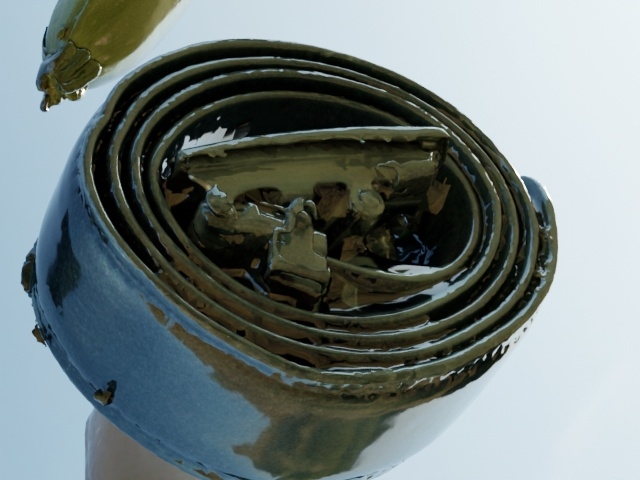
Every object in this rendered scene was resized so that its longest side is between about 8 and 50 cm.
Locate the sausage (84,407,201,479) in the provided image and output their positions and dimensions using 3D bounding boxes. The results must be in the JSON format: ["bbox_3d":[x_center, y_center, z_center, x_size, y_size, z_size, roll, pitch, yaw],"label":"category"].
[{"bbox_3d":[-0.072,0.167,0.825,0.134,0.354,0.116,-4,-63,-16],"label":"sausage"}]

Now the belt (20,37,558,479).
[{"bbox_3d":[0.000,0.000,0.633,0.267,0.116,0.206,-18,-120,-43],"label":"belt"}]

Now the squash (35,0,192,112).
[{"bbox_3d":[-0.155,-0.198,1.099,0.094,0.094,0.341,59,-142,-30],"label":"squash"}]
